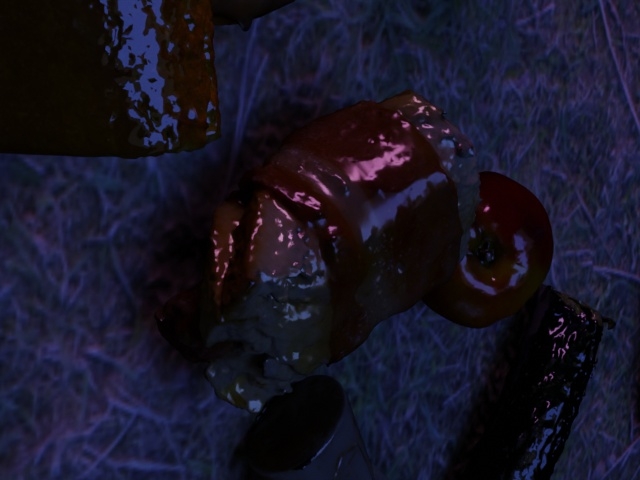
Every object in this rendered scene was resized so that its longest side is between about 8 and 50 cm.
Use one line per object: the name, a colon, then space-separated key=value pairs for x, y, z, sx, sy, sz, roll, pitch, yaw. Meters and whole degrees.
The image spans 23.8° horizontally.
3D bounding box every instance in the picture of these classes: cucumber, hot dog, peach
cucumber: x=0.140 y=0.144 z=1.065 sx=0.067 sy=0.067 sz=0.245 roll=46 pitch=63 yaw=-47
hot dog: x=0.000 y=0.000 z=0.830 sx=0.213 sy=0.103 sz=0.146 roll=-29 pitch=143 yaw=-33
peach: x=0.098 y=0.006 z=0.957 sx=0.100 sy=0.100 sz=0.101 roll=-18 pitch=113 yaw=-48

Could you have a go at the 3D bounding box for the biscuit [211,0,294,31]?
biscuit: x=-0.053 y=-0.252 z=0.730 sx=0.154 sy=0.045 sz=0.299 roll=-23 pitch=116 yaw=-46

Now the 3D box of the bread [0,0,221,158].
bread: x=-0.108 y=-0.124 z=0.638 sx=0.103 sy=0.132 sz=0.172 roll=-38 pitch=129 yaw=-69

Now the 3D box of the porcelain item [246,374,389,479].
porcelain item: x=0.021 y=0.179 z=0.936 sx=0.084 sy=0.054 sz=0.213 roll=-51 pitch=136 yaw=-28
